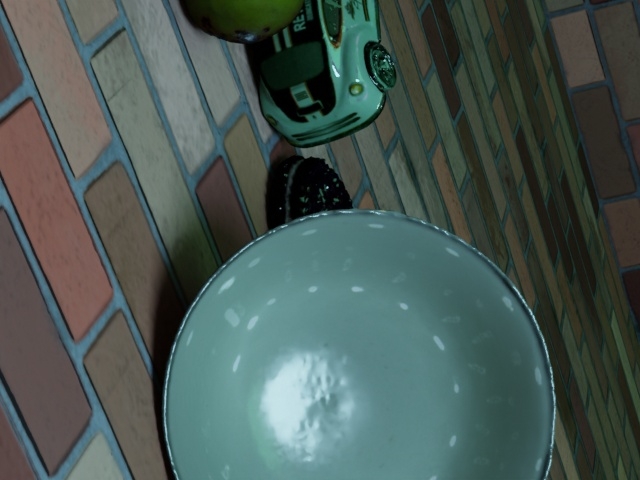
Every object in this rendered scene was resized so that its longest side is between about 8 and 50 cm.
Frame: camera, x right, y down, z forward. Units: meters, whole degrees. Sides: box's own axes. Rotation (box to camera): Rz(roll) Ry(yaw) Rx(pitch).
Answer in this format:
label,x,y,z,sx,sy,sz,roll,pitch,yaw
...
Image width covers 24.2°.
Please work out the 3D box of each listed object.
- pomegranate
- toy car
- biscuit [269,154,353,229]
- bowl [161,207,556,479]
label,x,y,z,sx,sy,sz,roll,pitch,yaw
pomegranate,-0.084,-0.245,1.428,0.159,0.129,0.129,-42,120,-46
toy car,-0.013,-0.255,1.606,0.125,0.136,0.305,23,57,-52
biscuit,0.000,0.000,1.602,0.194,0.053,0.194,-12,90,-71
bowl,0.024,0.146,1.315,0.157,0.337,0.337,146,-66,-79
